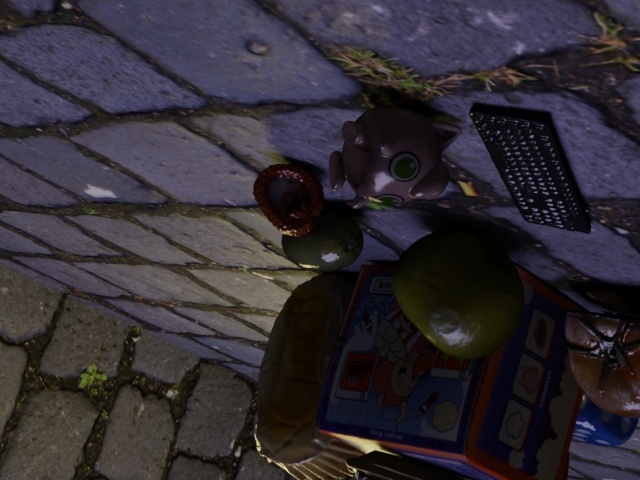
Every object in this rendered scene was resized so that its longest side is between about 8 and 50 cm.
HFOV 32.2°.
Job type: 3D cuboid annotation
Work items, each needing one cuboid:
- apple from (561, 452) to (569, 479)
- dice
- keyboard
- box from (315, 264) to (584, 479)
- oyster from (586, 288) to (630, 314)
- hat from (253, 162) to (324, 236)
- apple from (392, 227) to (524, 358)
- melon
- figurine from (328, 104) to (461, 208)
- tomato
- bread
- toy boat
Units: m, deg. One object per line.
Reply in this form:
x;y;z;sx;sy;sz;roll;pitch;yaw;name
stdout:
0.325;0.434;2.324;0.400;0.400;0.333;21;161;-7;apple
0.508;0.299;2.081;0.146;0.146;0.143;29;159;-32;dice
0.261;-0.078;1.330;0.100;0.018;0.310;12;163;26;keyboard
0.224;0.227;1.847;0.257;0.319;0.348;30;162;-36;box
0.438;0.090;1.672;0.051;0.034;0.093;17;177;33;oyster
-0.040;-0.052;1.638;0.112;0.093;0.162;56;176;9;hat
0.204;0.073;1.608;0.196;0.196;0.157;29;120;-32;apple
0.000;0.000;1.745;0.099;0.099;0.162;30;163;-35;melon
0.084;-0.095;1.287;0.138;0.125;0.125;8;169;-21;figurine
0.470;0.187;1.668;0.180;0.155;0.214;0;-177;-43;tomato
0.017;0.256;2.060;0.236;0.389;0.183;0;152;30;bread
0.146;0.397;1.764;0.226;0.088;0.068;18;162;11;toy boat
